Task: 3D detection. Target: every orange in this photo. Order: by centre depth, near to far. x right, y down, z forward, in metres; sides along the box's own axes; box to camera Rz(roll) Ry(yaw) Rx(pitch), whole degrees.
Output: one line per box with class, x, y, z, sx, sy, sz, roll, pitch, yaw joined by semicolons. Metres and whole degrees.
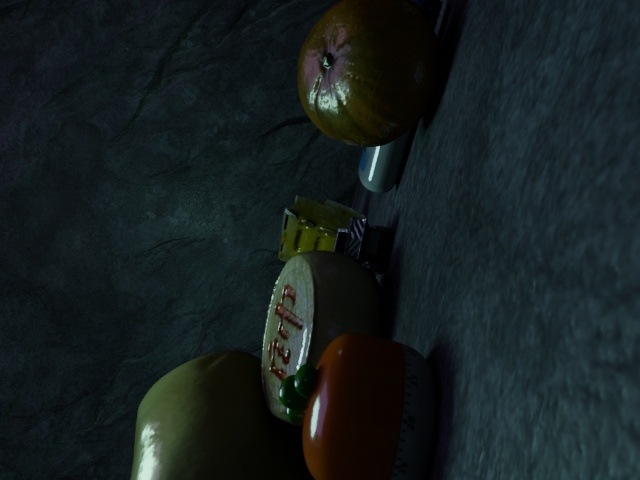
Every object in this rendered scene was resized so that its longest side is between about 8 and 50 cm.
orange;0.064;-0.257;0.751;0.240;0.171;0.240;8;101;48

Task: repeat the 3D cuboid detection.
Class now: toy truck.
toy truck;0.071;0.018;0.905;0.192;0.092;0.083;99;-177;-79

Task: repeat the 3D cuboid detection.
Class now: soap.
soap;0.000;0.000;1.610;0.281;0.259;0.143;107;-177;-57

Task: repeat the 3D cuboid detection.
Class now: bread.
bread;-0.142;0.371;0.821;0.253;0.348;0.376;-43;26;4

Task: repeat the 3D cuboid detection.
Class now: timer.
timer;0.026;0.139;0.405;0.136;0.136;0.099;-77;-6;-45

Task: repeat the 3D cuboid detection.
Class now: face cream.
face cream;0.141;-0.261;0.895;0.163;0.080;0.337;-82;4;-56

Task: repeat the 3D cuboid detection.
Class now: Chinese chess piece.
Chinese chess piece;-0.006;0.150;0.770;0.270;0.112;0.270;-168;90;-71
